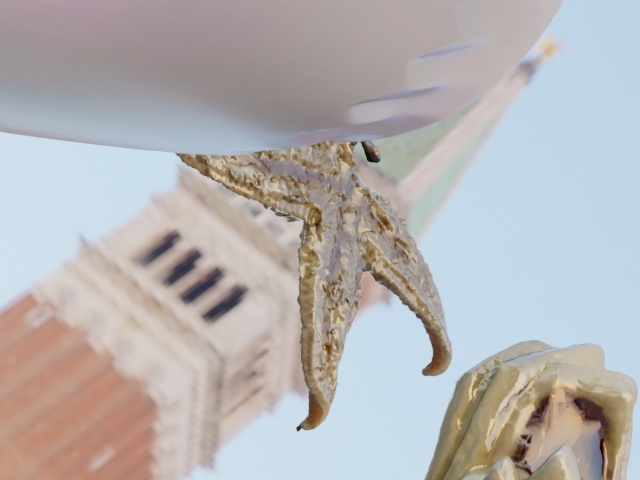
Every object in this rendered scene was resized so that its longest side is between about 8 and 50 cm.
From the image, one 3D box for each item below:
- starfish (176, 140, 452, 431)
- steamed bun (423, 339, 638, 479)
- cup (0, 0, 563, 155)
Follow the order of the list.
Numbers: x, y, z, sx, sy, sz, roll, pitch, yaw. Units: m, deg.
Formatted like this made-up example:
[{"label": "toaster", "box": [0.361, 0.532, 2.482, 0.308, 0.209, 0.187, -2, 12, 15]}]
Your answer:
[{"label": "starfish", "box": [0.001, 0.001, 1.023, 0.050, 0.138, 0.247, -10, -62, 45]}, {"label": "steamed bun", "box": [0.156, 0.289, 1.516, 0.189, 0.247, 0.428, 10, -92, 57]}, {"label": "cup", "box": [-0.074, -0.155, 0.584, 0.253, 0.371, 0.253, -3, -95, 29]}]
